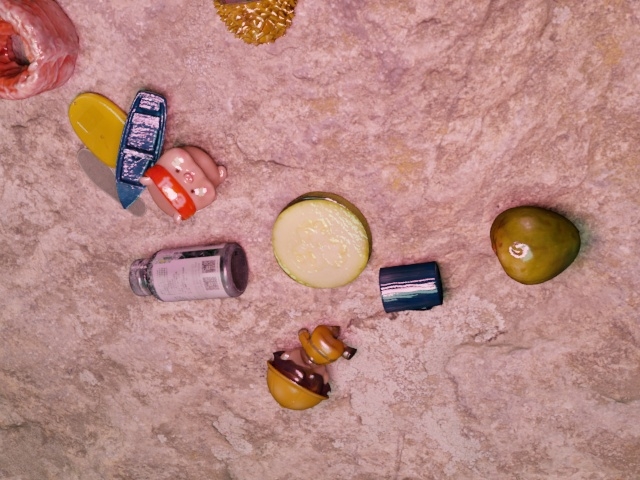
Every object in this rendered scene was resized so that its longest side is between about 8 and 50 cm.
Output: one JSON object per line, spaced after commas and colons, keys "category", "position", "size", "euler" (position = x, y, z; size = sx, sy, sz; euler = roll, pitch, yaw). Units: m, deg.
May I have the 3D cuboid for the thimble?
{"category": "thimble", "position": [-0.690, -0.445, 1.431], "size": [0.239, 0.162, 0.239], "euler": [5, 113, 12]}

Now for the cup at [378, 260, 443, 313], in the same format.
{"category": "cup", "position": [0.225, 0.114, 1.527], "size": [0.138, 0.150, 0.113], "euler": [-9, 79, 15]}

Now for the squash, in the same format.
{"category": "squash", "position": [0.000, 0.000, 1.549], "size": [0.252, 0.049, 0.252], "euler": [6, 116, 13]}

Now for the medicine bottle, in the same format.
{"category": "medicine bottle", "position": [-0.343, 0.086, 1.614], "size": [0.293, 0.141, 0.141], "euler": [-6, 114, 15]}

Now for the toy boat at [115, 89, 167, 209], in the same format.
{"category": "toy boat", "position": [-0.438, -0.216, 1.508], "size": [0.096, 0.062, 0.299], "euler": [12, 112, -22]}

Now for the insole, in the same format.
{"category": "insole", "position": [-0.545, -0.147, 1.627], "size": [0.080, 0.003, 0.232], "euler": [-39, 101, 26]}

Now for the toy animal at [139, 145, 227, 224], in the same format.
{"category": "toy animal", "position": [-0.324, -0.140, 1.468], "size": [0.171, 0.198, 0.171], "euler": [7, 121, 11]}

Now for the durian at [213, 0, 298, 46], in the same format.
{"category": "durian", "position": [-0.133, -0.489, 1.309], "size": [0.182, 0.165, 0.132], "euler": [0, 85, -11]}

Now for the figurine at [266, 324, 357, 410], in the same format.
{"category": "figurine", "position": [-0.038, 0.336, 1.653], "size": [0.192, 0.167, 0.257], "euler": [36, 117, 10]}

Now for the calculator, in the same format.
{"category": "calculator", "position": [-0.522, -0.261, 1.550], "size": [0.146, 0.032, 0.235], "euler": [-38, 104, 26]}

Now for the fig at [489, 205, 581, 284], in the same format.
{"category": "fig", "position": [0.469, 0.008, 1.365], "size": [0.191, 0.181, 0.181], "euler": [-14, 112, 0]}
